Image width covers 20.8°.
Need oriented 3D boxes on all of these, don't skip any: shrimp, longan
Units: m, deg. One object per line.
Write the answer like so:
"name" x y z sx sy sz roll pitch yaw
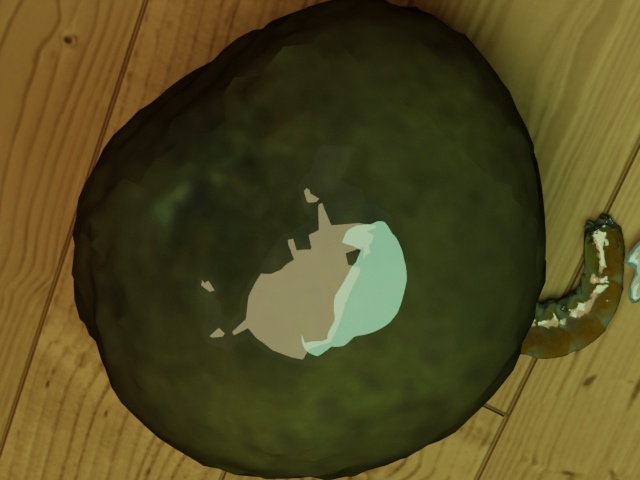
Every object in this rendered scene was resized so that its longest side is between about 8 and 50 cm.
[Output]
"shrimp" 0.213 0.035 1.689 0.161 0.049 0.166 25 115 5
"longan" 0.001 0.009 1.566 0.436 0.404 0.404 -35 96 8

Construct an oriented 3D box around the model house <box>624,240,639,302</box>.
"model house" 0.420 0.034 1.488 0.340 0.300 0.323 -10 97 16
